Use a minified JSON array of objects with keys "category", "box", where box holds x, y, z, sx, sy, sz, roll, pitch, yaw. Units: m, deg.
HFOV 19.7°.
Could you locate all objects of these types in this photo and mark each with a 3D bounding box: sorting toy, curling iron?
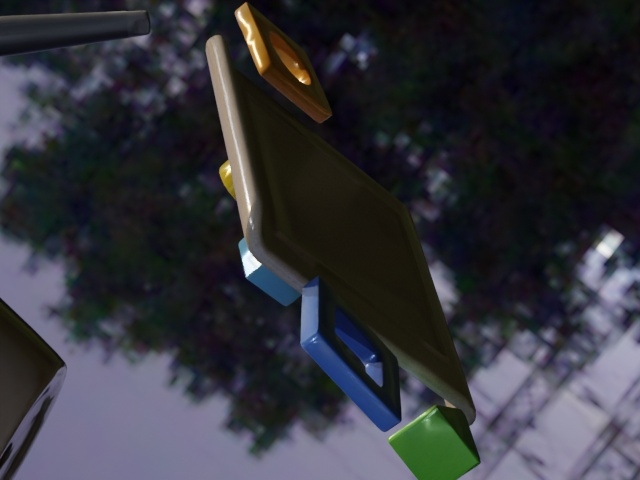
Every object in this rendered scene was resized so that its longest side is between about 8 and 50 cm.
[{"category":"sorting toy","box":[0.000,0.000,1.003,0.196,0.047,0.347,42,-160,-33]},{"category":"curling iron","box":[-0.256,-0.135,1.319,0.068,0.274,0.035,76,-178,-54]}]

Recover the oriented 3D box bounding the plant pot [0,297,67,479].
[{"category":"plant pot","box":[-0.368,0.112,1.455,0.280,0.323,0.323,30,-171,2]}]
